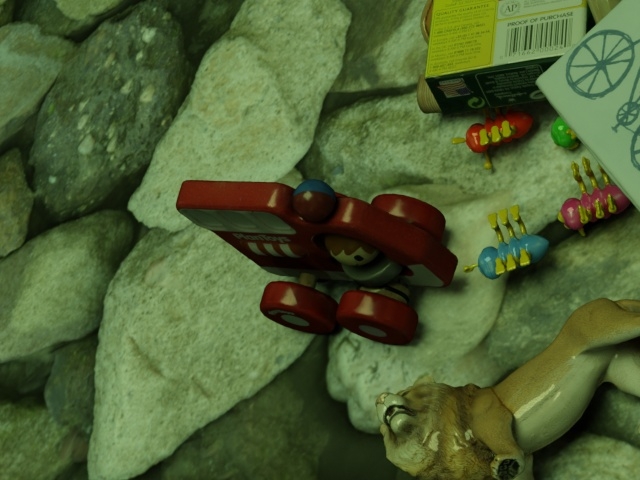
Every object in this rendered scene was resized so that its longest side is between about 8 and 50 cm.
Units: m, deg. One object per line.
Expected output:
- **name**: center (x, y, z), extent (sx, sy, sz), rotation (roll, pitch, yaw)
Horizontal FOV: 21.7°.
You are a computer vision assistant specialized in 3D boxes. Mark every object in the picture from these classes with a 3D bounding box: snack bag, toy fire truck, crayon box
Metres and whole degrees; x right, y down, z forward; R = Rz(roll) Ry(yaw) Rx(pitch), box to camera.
- **snack bag**: center (0.417, -0.198, 1.758), extent (0.342, 0.037, 0.323), rotation (-45, 41, 13)
- **toy fire truck**: center (0.000, 0.000, 2.034), extent (0.302, 0.254, 0.169), rotation (4, 69, 39)
- **crayon box**: center (0.248, -0.312, 2.071), extent (0.202, 0.081, 0.319), rotation (-7, 53, 23)

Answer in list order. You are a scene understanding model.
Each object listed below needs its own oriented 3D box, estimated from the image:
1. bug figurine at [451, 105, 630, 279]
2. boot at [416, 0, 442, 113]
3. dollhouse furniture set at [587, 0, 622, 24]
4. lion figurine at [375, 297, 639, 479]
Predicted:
- **bug figurine**: center (0.265, -0.074, 1.998), extent (0.216, 0.072, 0.279), rotation (-17, 52, 22)
- **boot**: center (0.209, -0.253, 2.148), extent (0.152, 0.073, 0.197), rotation (-8, 65, 29)
- **dollhouse furniture set**: center (0.381, -0.439, 2.049), extent (0.356, 0.303, 0.174), rotation (71, 160, 4)
- **lion figurine**: center (0.253, 0.166, 1.847), extent (0.392, 0.142, 0.240), rotation (-30, 26, 3)
